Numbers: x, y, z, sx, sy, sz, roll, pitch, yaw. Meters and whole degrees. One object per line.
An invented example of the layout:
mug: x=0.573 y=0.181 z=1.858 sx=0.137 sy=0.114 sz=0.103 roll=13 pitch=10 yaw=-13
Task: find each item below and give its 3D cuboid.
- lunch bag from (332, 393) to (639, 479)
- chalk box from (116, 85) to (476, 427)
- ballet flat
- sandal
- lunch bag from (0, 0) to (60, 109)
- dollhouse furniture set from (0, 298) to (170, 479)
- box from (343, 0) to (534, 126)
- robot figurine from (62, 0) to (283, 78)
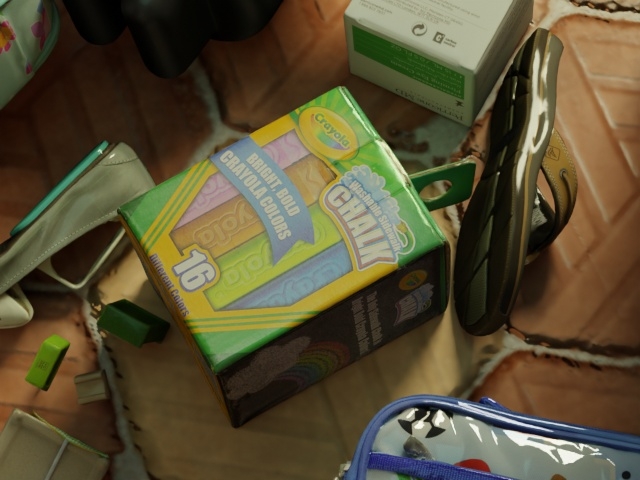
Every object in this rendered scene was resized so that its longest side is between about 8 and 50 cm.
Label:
lunch bag: x=0.139 y=0.216 z=1.026 sx=0.303 sy=0.115 sz=0.243 roll=12 pitch=68 yaw=8
chalk box: x=0.000 y=0.000 z=1.109 sx=0.213 sy=0.132 sz=0.132 roll=-30 pitch=70 yaw=-9
ballet flat: x=-0.197 y=0.019 z=1.152 sx=0.213 sy=0.072 sz=0.068 roll=-39 pitch=101 yaw=-8
sandal: x=0.140 y=-0.038 z=1.151 sx=0.060 sy=0.090 sz=0.219 roll=20 pitch=63 yaw=-12
lunch bag: x=-0.325 y=-0.140 z=1.153 sx=0.224 sy=0.108 sz=0.279 roll=37 pitch=75 yaw=20
dollhouse furniture set: x=-0.158 y=0.111 z=1.134 sx=0.076 sy=0.058 sz=0.151 roll=27 pitch=92 yaw=6
box: x=0.082 y=-0.154 z=1.185 sx=0.101 sy=0.087 sz=0.102 roll=26 pitch=73 yaw=13
robot figurine: x=-0.070 y=-0.252 z=1.187 sx=0.209 sy=0.173 sz=0.278 roll=39 pitch=73 yaw=-20
